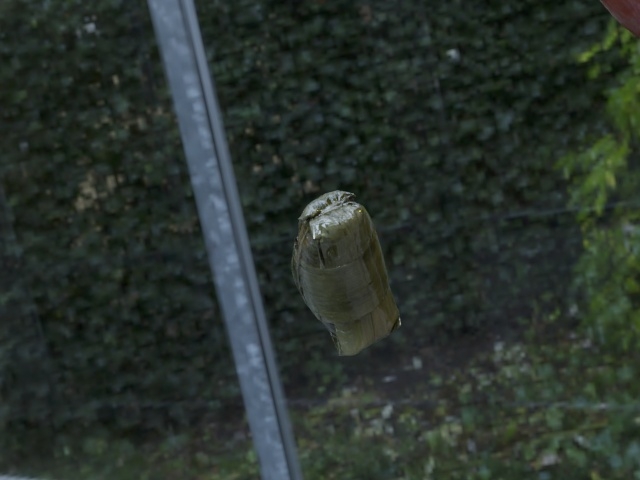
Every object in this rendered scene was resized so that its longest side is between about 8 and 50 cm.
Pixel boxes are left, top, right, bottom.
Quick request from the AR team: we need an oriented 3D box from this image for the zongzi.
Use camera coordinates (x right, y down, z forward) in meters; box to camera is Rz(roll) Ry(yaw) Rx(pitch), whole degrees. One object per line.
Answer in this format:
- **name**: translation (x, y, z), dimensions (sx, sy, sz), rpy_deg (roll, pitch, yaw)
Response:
- **zongzi**: translation (0.000, 0.000, 1.063), dimensions (0.078, 0.160, 0.176), rpy_deg (-22, 38, -14)

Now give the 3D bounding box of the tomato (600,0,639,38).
- **tomato**: translation (0.254, -0.199, 0.693), dimensions (0.232, 0.189, 0.232), rpy_deg (9, 31, -5)
